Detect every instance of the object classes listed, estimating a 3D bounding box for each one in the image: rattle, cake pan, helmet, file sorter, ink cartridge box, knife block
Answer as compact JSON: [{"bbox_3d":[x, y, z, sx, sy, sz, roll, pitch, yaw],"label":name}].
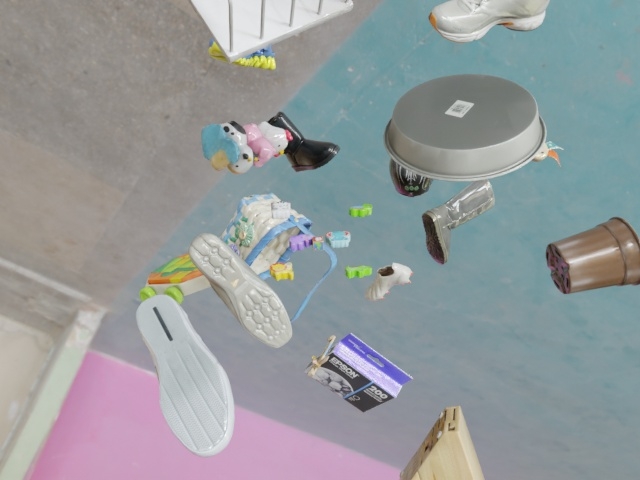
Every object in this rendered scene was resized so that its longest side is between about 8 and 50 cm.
[{"bbox_3d":[0.518,-0.255,1.353,0.200,0.130,0.142,29,148,7],"label":"rattle"},{"bbox_3d":[0.260,-0.219,1.033,0.293,0.293,0.054,4,136,17],"label":"cake pan"},{"bbox_3d":[0.300,-0.243,1.830,0.170,0.169,0.161,6,132,14],"label":"helmet"},{"bbox_3d":[-0.094,-0.497,1.019,0.192,0.278,0.173,57,164,12],"label":"file sorter"},{"bbox_3d":[0.095,0.347,1.450,0.206,0.045,0.208,37,135,-8],"label":"ink cartridge box"},{"bbox_3d":[0.276,0.478,1.044,0.242,0.088,0.275,28,111,5],"label":"knife block"}]

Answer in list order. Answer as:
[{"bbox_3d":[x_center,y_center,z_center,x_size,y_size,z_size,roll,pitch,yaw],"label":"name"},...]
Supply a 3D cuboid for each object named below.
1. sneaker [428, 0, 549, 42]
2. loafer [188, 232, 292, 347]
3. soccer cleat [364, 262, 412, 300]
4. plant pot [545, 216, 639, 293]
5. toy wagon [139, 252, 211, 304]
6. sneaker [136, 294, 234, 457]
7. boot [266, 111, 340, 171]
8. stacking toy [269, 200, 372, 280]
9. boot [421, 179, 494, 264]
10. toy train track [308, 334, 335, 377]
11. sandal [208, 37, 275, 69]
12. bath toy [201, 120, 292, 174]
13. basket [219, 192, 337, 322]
[{"bbox_3d":[0.332,-0.466,1.081,0.263,0.099,0.121,-17,155,-16],"label":"sneaker"},{"bbox_3d":[-0.180,0.111,1.303,0.319,0.112,0.111,54,175,-11],"label":"loafer"},{"bbox_3d":[0.178,0.112,1.589,0.076,0.068,0.196,32,142,-17],"label":"soccer cleat"},{"bbox_3d":[0.630,0.044,1.313,0.165,0.166,0.167,-15,142,3],"label":"plant pot"},{"bbox_3d":[-0.411,0.101,1.672,0.345,0.267,0.068,-4,112,38],"label":"toy wagon"},{"bbox_3d":[-0.180,0.187,0.787,0.094,0.258,0.091,-27,142,-8],"label":"sneaker"},{"bbox_3d":[-0.076,-0.334,1.868,0.207,0.094,0.247,48,152,-24],"label":"boot"},{"bbox_3d":[0.000,0.000,1.187,0.221,0.052,0.166,-2,120,-3],"label":"stacking toy"},{"bbox_3d":[0.381,-0.054,1.530,0.076,0.209,0.189,33,147,46],"label":"boot"},{"bbox_3d":[0.000,0.166,0.824,0.014,0.083,0.048,43,130,-5],"label":"toy train track"},{"bbox_3d":[-0.224,-0.587,1.669,0.126,0.317,0.138,20,111,13],"label":"sandal"},{"bbox_3d":[-0.198,-0.281,1.660,0.129,0.348,0.151,1,104,26],"label":"bath toy"},{"bbox_3d":[-0.116,0.041,1.438,0.289,0.201,0.254,42,120,14],"label":"basket"}]
